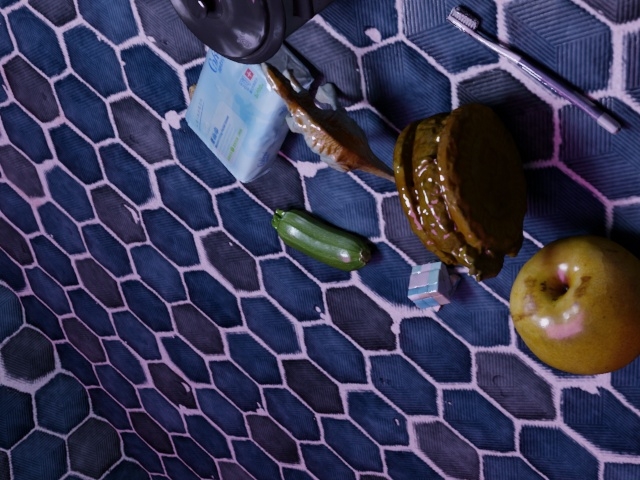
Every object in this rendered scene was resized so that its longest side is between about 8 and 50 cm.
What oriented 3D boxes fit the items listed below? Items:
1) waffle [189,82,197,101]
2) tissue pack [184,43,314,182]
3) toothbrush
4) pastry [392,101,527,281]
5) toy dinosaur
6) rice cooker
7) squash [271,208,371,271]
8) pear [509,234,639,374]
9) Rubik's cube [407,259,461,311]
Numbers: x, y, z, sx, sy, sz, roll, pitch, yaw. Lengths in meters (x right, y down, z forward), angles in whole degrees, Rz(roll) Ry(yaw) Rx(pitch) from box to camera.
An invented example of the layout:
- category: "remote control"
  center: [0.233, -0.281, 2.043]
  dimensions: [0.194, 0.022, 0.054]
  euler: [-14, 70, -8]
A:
- category: "waffle"
  center: [-0.184, -0.224, 2.255]
  dimensions: [0.135, 0.021, 0.092]
  euler: [33, 144, 23]
- category: "tissue pack"
  center: [-0.129, -0.238, 2.085]
  dimensions: [0.177, 0.089, 0.263]
  euler: [48, 143, 13]
- category: "toothbrush"
  center: [0.291, -0.233, 1.681]
  dimensions: [0.288, 0.024, 0.026]
  euler: [38, 133, 15]
- category: "pastry"
  center: [0.201, -0.073, 1.768]
  dimensions: [0.132, 0.240, 0.235]
  euler: [-10, 104, 37]
- category: "toy dinosaur"
  center: [0.040, -0.155, 1.932]
  dimensions: [0.393, 0.092, 0.205]
  euler: [44, -172, -19]
- category: "rice cooker"
  center: [-0.104, -0.389, 1.780]
  dimensions: [0.281, 0.227, 0.241]
  euler: [27, 143, 29]
- category: "squash"
  center: [0.000, 0.000, 2.239]
  dimensions: [0.219, 0.068, 0.077]
  euler: [26, 159, 29]
- category: "pear"
  center: [0.384, 0.098, 1.772]
  dimensions: [0.209, 0.209, 0.209]
  euler: [30, 145, 25]
- category: "Rubik's cube"
  center: [0.195, 0.078, 2.094]
  dimensions: [0.075, 0.084, 0.073]
  euler: [3, 150, 45]
